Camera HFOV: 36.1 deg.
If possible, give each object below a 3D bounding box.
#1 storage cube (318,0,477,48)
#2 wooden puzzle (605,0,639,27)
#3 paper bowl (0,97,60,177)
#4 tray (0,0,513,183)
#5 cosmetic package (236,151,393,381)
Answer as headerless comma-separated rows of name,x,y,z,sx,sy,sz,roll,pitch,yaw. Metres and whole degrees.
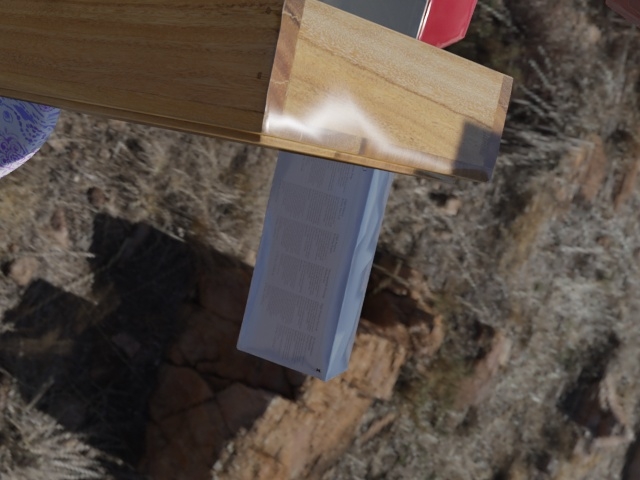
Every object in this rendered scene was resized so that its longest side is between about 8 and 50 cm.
storage cube,0.072,-0.318,1.034,0.193,0.183,0.215,-38,148,-59
wooden puzzle,0.353,-0.272,1.063,0.014,0.116,0.079,-11,144,-45
paper bowl,-0.387,-0.149,0.867,0.284,0.284,0.148,-8,67,-41
tray,-0.106,-0.110,0.647,0.202,0.410,0.076,7,97,-49
cosmetic package,0.000,0.000,0.915,0.060,0.098,0.239,-8,114,-63
